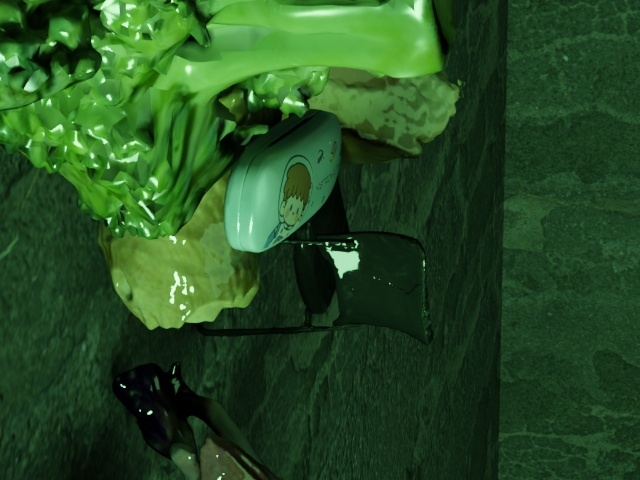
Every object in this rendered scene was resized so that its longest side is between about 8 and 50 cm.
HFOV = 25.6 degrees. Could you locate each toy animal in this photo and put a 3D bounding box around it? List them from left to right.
[{"bbox_3d":[-0.049,0.231,1.074,0.324,0.090,0.195,62,-11,-4],"label":"toy animal"}]

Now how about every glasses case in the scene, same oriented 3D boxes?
[{"bbox_3d":[-0.024,-0.044,0.985,0.178,0.045,0.067,-43,141,-64],"label":"glasses case"}]

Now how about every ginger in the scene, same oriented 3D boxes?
[{"bbox_3d":[-0.093,-0.057,1.060,0.221,0.130,0.276,75,27,-58],"label":"ginger"}]

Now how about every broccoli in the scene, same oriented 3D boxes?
[{"bbox_3d":[-0.090,-0.154,0.790,0.338,0.317,0.277,132,-35,-70],"label":"broccoli"}]

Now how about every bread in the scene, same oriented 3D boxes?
[{"bbox_3d":[0.029,-0.174,1.306,0.224,0.211,0.184,51,53,-76],"label":"bread"}]

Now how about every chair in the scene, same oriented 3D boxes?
[{"bbox_3d":[0.000,0.000,1.236,0.140,0.221,0.145,79,23,-45],"label":"chair"}]
